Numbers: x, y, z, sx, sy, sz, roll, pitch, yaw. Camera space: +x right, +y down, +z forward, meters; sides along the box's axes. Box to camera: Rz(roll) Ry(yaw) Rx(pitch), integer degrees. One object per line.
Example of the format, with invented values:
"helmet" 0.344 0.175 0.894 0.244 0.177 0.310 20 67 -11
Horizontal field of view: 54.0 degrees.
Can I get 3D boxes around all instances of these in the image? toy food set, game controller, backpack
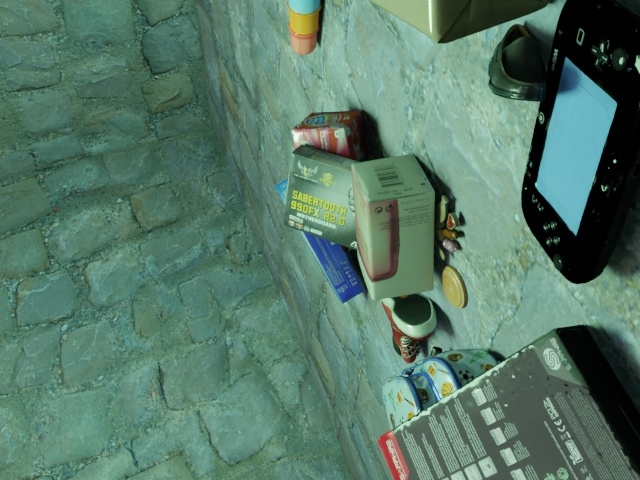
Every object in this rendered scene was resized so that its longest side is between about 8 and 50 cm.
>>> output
"toy food set" 0.229 -0.020 1.126 0.122 0.019 0.078 96 153 -59
"game controller" 0.289 -0.103 0.697 0.167 0.067 0.319 -121 20 -44
"backpack" 0.240 0.317 1.136 0.263 0.213 0.277 128 127 -61

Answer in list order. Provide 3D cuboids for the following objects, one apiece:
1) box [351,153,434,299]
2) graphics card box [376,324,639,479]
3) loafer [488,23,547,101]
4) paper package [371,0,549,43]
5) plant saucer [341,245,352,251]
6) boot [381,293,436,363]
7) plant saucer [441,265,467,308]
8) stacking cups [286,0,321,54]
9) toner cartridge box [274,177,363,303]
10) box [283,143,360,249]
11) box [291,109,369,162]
"box" 0.138 -0.025 1.205 0.149 0.126 0.233 -105 7 -54
"graphics card box" 0.262 0.305 0.872 0.371 0.094 0.233 -47 55 37
"loafer" 0.229 -0.206 0.730 0.170 0.062 0.061 -85 1 -59
"paper package" 0.125 -0.436 0.731 0.325 0.168 0.310 -124 22 -48
"plant saucer" 0.056 -0.068 1.711 0.200 0.037 0.200 162 90 -76
"boot" 0.203 0.208 1.375 0.244 0.088 0.176 -127 23 -75
"plant saucer" 0.250 0.089 1.189 0.083 0.013 0.084 164 90 -76
"stacking cups" -0.036 -0.545 1.390 0.316 0.095 0.096 92 156 -57
"toner cartridge box" 0.000 0.000 1.674 0.165 0.075 0.348 55 175 49
"box" 0.042 -0.084 1.338 0.056 0.230 0.183 -53 -22 -51
"box" 0.035 -0.153 1.414 0.123 0.128 0.257 -53 -41 -53
